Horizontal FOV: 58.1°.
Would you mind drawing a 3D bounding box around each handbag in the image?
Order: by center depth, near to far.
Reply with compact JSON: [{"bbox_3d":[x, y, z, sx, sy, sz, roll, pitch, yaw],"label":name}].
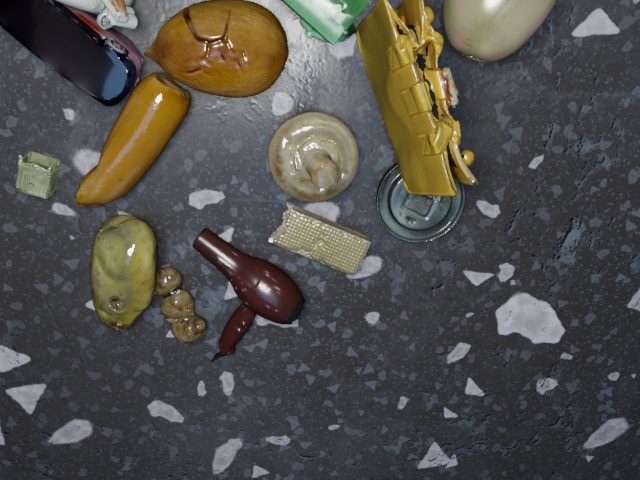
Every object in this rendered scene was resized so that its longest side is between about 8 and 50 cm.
[{"bbox_3d":[0.204,-0.291,1.185,0.133,0.283,0.401,-19,100,0],"label":"handbag"}]

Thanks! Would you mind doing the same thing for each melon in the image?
[{"bbox_3d":[0.374,-0.523,1.166,0.223,0.223,0.317,20,102,-10],"label":"melon"}]

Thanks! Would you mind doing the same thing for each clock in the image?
[{"bbox_3d":[0.240,-0.101,1.402,0.215,0.042,0.215,-1,110,-3],"label":"clock"}]

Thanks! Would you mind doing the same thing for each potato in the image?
[{"bbox_3d":[-0.462,0.075,1.360,0.141,0.191,0.296,-4,122,-46],"label":"potato"}]

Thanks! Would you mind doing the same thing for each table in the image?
[{"bbox_3d":[-0.650,-0.152,1.324,0.079,0.062,0.083,17,107,-9],"label":"table"}]

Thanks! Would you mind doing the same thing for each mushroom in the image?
[{"bbox_3d":[-0.011,-0.174,1.273,0.207,0.215,0.207,-4,115,-9],"label":"mushroom"}]

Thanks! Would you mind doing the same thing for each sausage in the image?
[{"bbox_3d":[-0.421,-0.203,1.280,0.116,0.134,0.354,35,104,-10],"label":"sausage"}]

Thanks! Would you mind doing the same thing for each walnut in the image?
[{"bbox_3d":[-0.214,-0.394,1.192,0.298,0.203,0.203,-7,110,-9],"label":"walnut"}]

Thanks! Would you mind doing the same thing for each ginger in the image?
[{"bbox_3d":[-0.353,0.160,1.438,0.104,0.080,0.204,-16,104,42],"label":"ginger"}]

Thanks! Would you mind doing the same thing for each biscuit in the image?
[{"bbox_3d":[0.000,0.000,1.414,0.239,0.062,0.108,23,107,-10],"label":"biscuit"}]

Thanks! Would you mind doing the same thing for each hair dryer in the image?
[{"bbox_3d":[-0.235,0.169,1.458,0.312,0.123,0.340,34,115,-3],"label":"hair dryer"}]

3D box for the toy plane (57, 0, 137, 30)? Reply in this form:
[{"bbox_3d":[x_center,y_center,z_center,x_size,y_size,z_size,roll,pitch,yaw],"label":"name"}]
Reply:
[{"bbox_3d":[-0.455,-0.508,1.120,0.244,0.245,0.117,37,115,-14],"label":"toy plane"}]

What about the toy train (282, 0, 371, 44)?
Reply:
[{"bbox_3d":[-0.043,-0.513,1.157,0.301,0.202,0.120,38,99,-14],"label":"toy train"}]

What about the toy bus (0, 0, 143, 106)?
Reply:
[{"bbox_3d":[-0.511,-0.416,1.191,0.302,0.147,0.127,36,112,-16],"label":"toy bus"}]
